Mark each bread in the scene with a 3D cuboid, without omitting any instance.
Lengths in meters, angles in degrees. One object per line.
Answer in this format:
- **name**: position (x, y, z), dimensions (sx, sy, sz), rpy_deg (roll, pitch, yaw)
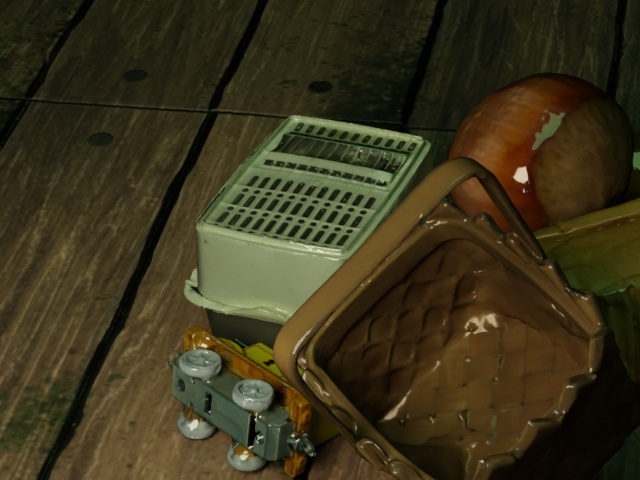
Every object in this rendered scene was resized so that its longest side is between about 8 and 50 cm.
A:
- **bread**: position (0.334, 0.059, 2.013), dimensions (0.288, 0.156, 0.204), rpy_deg (-22, 30, -24)

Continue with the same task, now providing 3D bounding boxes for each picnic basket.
- **picnic basket**: position (0.116, 0.098, 1.776), dimensions (0.254, 0.321, 0.291), rpy_deg (-44, 45, -6)

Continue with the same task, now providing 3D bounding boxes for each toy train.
- **toy train**: position (-0.064, 0.155, 1.950), dimensions (0.127, 0.089, 0.219), rpy_deg (-19, 35, -41)

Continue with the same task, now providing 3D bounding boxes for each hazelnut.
- **hazelnut**: position (0.237, -0.092, 2.134), dimensions (0.214, 0.176, 0.214), rpy_deg (-4, 36, 3)

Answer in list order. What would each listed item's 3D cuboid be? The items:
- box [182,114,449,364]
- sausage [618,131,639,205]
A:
- **box**: position (0.000, 0.000, 2.102), dimensions (0.221, 0.166, 0.290), rpy_deg (12, 36, 21)
- **sausage**: position (0.301, -0.079, 2.267), dimensions (0.328, 0.112, 0.112), rpy_deg (7, 35, 18)
